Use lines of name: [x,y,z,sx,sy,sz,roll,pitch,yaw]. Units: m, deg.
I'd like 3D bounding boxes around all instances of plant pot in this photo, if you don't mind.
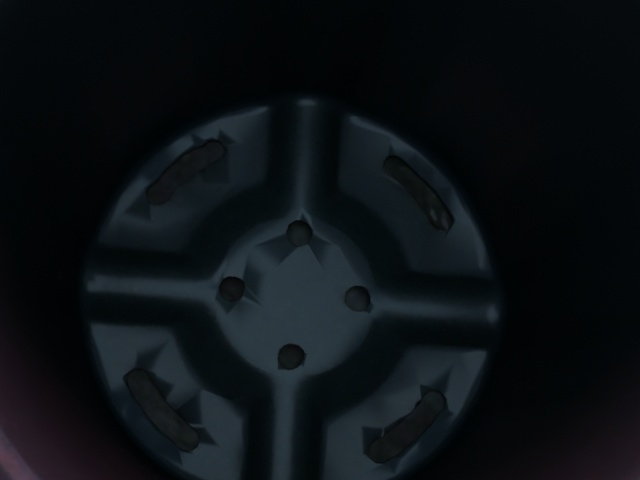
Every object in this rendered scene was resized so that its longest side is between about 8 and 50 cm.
plant pot: [0.000,0.000,0.456,0.341,0.334,0.341,1,78,-6]
